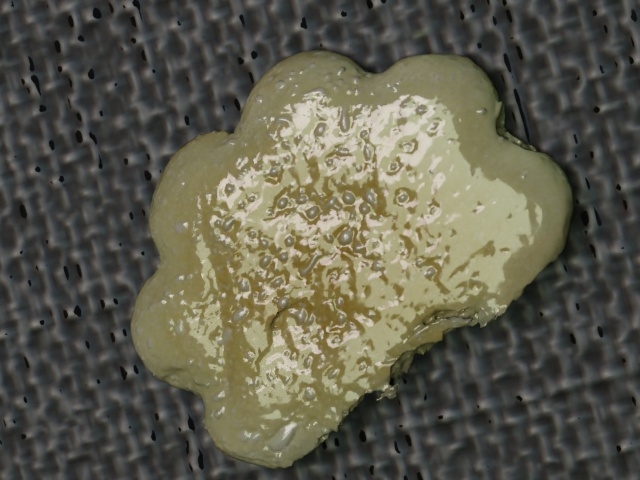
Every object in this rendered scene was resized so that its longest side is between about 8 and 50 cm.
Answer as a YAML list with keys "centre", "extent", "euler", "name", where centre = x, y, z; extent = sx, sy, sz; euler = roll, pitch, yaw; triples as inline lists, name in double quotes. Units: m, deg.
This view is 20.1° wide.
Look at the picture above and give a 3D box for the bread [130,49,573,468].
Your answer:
- centre: [0.000, 0.000, 0.971]
  extent: [0.251, 0.039, 0.181]
  euler: [-38, 86, 14]
  name: "bread"
